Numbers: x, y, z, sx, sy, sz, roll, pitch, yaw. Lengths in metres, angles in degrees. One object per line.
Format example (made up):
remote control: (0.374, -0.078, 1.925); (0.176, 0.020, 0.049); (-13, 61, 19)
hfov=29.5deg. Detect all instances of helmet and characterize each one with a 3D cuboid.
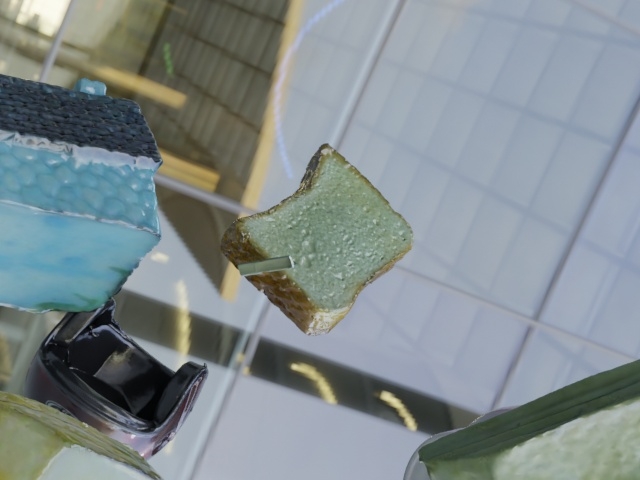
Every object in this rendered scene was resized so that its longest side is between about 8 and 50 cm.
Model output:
helmet: (-0.249, 0.175, 1.436); (0.193, 0.189, 0.216); (-54, 174, 18)

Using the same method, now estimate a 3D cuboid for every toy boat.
toy boat: (-0.120, 0.130, 0.623); (0.066, 0.172, 0.065); (18, -109, 47)
toy boat: (0.213, 0.135, 0.855); (0.293, 0.093, 0.055); (-20, -163, 10)

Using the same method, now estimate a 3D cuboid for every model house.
model house: (-0.333, -0.075, 1.325); (0.226, 0.261, 0.241); (-40, -133, 49)

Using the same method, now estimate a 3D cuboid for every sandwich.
sandwich: (0.000, 0.000, 1.536); (0.215, 0.186, 0.065); (-40, 173, -39)

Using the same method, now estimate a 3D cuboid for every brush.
brush: (-0.064, 0.030, 1.445); (0.084, 0.013, 0.016); (-10, -80, 36)

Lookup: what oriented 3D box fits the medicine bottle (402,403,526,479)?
medicine bottle: (0.306, 0.383, 1.866); (0.256, 0.325, 0.256); (0, -90, 43)
